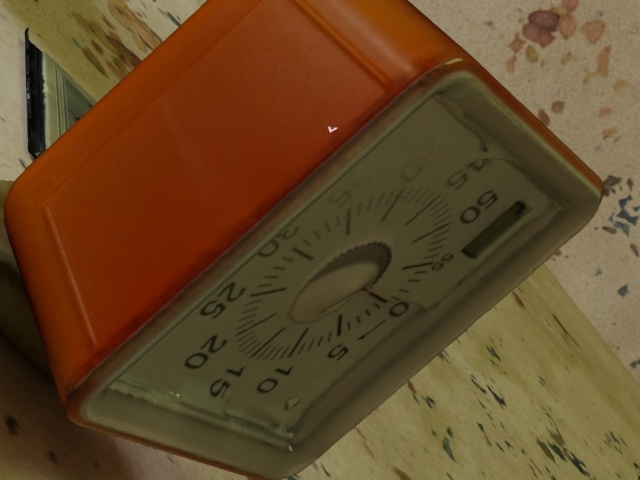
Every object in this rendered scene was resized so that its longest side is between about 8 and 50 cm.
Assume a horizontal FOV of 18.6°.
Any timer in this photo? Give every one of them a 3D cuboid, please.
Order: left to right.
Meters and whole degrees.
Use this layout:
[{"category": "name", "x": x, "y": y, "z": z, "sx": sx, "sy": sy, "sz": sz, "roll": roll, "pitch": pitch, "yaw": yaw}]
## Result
[{"category": "timer", "x": 0.000, "y": 0.000, "z": 1.028, "sx": 0.250, "sy": 0.257, "sz": 0.161, "roll": 38, "pitch": 13, "yaw": -47}]

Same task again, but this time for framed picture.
[{"category": "framed picture", "x": -0.144, "y": -0.047, "z": 1.402, "sx": 0.195, "sy": 0.010, "sz": 0.199, "roll": 45, "pitch": 14, "yaw": -28}]

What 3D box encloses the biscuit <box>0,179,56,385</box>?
[{"category": "biscuit", "x": -0.186, "y": 0.001, "z": 1.021, "sx": 0.208, "sy": 0.047, "sz": 0.164, "roll": 36, "pitch": 22, "yaw": -54}]
